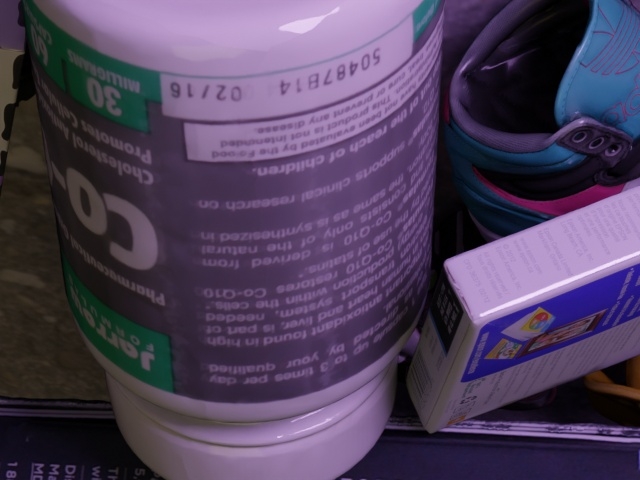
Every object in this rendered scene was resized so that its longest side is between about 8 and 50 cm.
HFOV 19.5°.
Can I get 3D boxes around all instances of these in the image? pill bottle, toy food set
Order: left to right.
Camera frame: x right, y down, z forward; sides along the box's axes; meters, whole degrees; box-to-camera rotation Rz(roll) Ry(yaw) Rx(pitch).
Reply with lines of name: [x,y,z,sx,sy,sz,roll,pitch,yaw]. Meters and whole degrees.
pill bottle: [-0.040,-0.035,0.980,0.204,0.204,0.361,6,137,7]
toy food set: [0.287,0.117,1.323,0.218,0.071,0.128,27,167,-24]

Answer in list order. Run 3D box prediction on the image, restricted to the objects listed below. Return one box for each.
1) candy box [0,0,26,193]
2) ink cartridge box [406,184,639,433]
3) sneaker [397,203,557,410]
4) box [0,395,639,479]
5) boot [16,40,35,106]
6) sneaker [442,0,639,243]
candy box: [-0.246,-0.078,0.997,0.165,0.070,0.196,8,145,-11]
ink cartridge box: [0.156,0.028,1.010,0.208,0.045,0.206,-18,161,-10]
sneaker: [0.145,0.043,1.237,0.162,0.106,0.281,23,153,-32]
box: [0.052,0.287,1.295,0.472,0.297,0.480,-1,167,16]
boot: [-0.220,-0.160,1.025,0.246,0.094,0.207,-19,139,28]
sneaker: [0.194,-0.079,1.013,0.295,0.124,0.178,-9,147,24]
